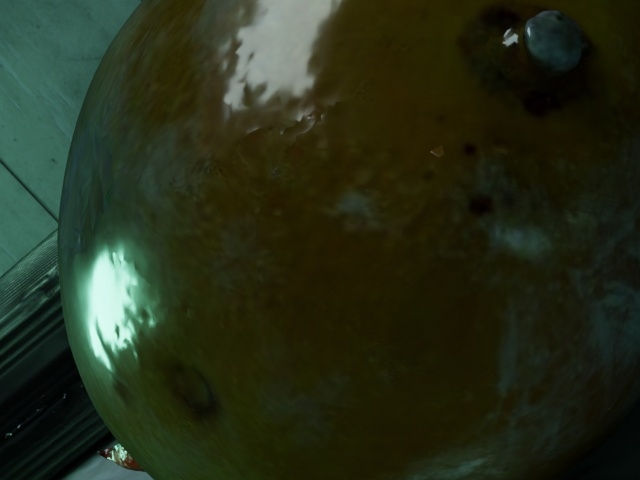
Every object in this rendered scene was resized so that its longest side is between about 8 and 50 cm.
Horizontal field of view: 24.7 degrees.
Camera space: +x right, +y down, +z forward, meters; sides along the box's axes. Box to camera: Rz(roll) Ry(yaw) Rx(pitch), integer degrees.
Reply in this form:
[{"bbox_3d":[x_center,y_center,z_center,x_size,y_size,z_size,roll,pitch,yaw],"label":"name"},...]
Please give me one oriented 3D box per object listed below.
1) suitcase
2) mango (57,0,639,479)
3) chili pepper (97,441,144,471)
[{"bbox_3d":[-0.204,0.083,1.103,0.312,0.128,0.202,-36,14,26],"label":"suitcase"},{"bbox_3d":[0.000,0.000,0.520,0.384,0.199,0.221,151,124,-65],"label":"mango"},{"bbox_3d":[-0.032,0.077,0.738,0.268,0.050,0.059,-35,-7,40],"label":"chili pepper"}]
